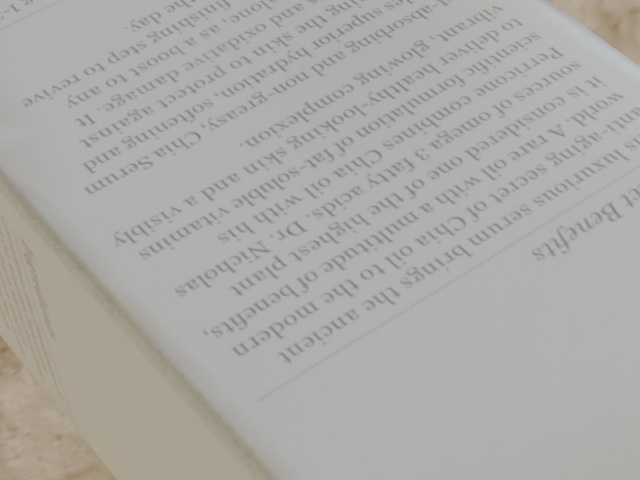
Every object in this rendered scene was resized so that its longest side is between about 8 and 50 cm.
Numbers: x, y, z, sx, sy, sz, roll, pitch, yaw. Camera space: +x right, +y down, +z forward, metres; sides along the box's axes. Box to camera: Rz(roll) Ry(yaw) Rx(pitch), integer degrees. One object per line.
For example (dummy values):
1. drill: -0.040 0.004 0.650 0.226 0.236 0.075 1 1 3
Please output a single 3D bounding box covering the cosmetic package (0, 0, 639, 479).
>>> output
1. cosmetic package: 0.000 0.000 0.659 0.230 0.161 0.453 -30 51 -21
